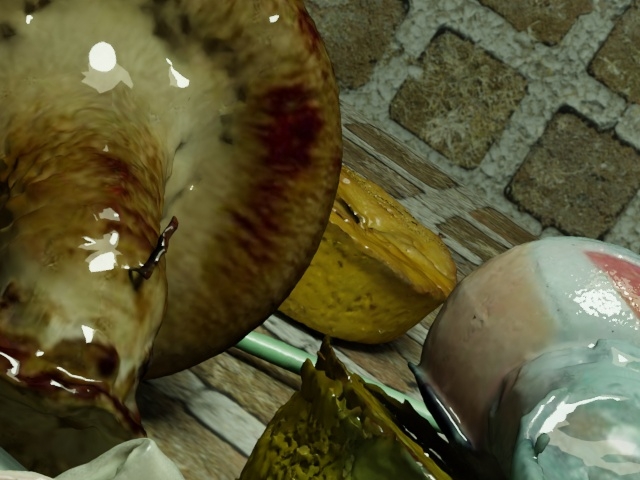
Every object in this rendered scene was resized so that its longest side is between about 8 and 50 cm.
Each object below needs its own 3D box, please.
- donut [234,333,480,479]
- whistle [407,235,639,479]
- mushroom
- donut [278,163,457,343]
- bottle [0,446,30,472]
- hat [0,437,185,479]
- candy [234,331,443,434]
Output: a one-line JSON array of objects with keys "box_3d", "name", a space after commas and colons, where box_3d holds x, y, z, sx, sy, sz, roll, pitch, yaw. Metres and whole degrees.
[{"box_3d": [0.059, 0.180, 0.838, 0.272, 0.107, 0.272, 45, 3, -3], "name": "donut"}, {"box_3d": [0.155, 0.099, 0.827, 0.189, 0.189, 0.348, 31, 14, -7], "name": "whistle"}, {"box_3d": [-0.152, -0.063, 0.846, 0.331, 0.334, 0.356, 30, -1, 0], "name": "mushroom"}, {"box_3d": [0.002, 0.000, 1.368, 0.278, 0.108, 0.277, 31, 13, -8], "name": "donut"}, {"box_3d": [-0.111, 0.164, 0.624, 0.254, 0.079, 0.096, 36, -11, 18], "name": "bottle"}, {"box_3d": [-0.138, 0.181, 0.487, 0.226, 0.164, 0.219, -1, 51, 6], "name": "hat"}, {"box_3d": [0.093, 0.143, 1.144, 0.440, 0.119, 0.119, 24, 15, -7], "name": "candy"}]
